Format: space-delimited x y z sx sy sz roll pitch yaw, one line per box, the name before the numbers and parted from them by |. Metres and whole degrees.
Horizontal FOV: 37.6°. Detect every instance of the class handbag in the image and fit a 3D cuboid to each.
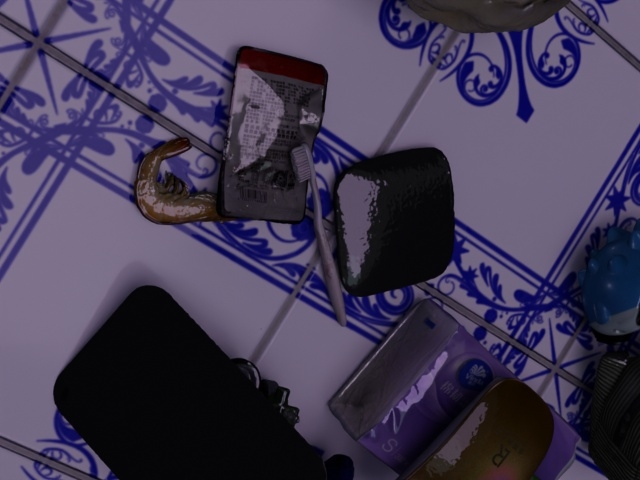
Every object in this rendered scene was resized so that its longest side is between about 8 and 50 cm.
handbag | 0.621 0.280 1.577 0.341 0.247 0.240 -20 122 -12

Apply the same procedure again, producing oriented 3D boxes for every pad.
pad | -0.154 0.235 1.289 0.375 0.063 0.315 46 105 9

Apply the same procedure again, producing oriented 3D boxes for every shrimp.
shrimp | -0.174 -0.083 1.323 0.178 0.034 0.124 -3 97 -19

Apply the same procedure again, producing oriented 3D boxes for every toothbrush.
toothbrush | 0.000 0.000 1.392 0.029 0.025 0.307 -25 118 -22

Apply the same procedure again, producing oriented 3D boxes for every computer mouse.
computer mouse | 0.212 0.338 1.377 0.310 0.072 0.158 -46 113 2

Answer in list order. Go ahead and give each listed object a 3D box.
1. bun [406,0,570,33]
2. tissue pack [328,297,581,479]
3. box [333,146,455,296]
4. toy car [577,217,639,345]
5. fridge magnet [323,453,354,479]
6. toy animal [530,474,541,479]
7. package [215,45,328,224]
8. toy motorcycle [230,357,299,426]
bun | 0.221 -0.451 1.298 0.360 0.211 0.359 -2 94 -27
tissue pack | 0.220 0.292 1.488 0.338 0.160 0.242 41 90 -24
box | 0.112 -0.029 1.439 0.201 0.042 0.212 -12 105 -18
toy car | 0.544 0.056 1.555 0.255 0.188 0.190 -18 81 -21
fridge magnet | -0.010 0.441 1.382 0.113 0.265 0.265 27 92 -6
toy animal | 0.268 0.448 1.418 0.208 0.103 0.100 -38 107 8
package | -0.065 -0.144 1.334 0.154 0.030 0.239 6 97 -36
toy motorcycle | -0.143 0.298 1.370 0.205 0.127 0.275 15 93 -27
